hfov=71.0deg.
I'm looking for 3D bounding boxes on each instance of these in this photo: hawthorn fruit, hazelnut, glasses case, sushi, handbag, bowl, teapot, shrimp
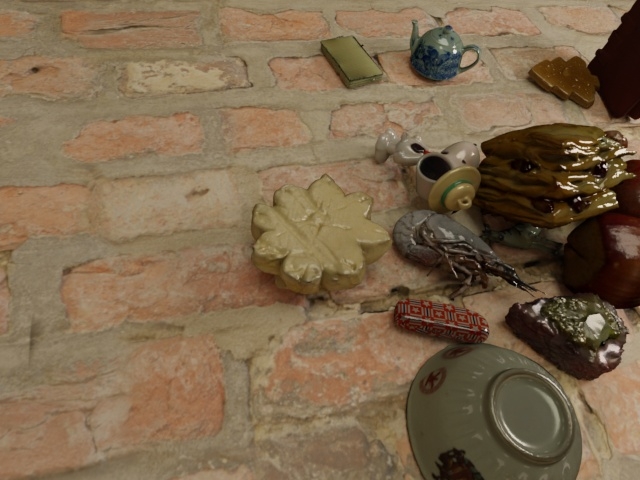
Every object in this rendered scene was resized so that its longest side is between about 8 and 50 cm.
[{"bbox_3d":[0.760,-0.110,1.096,0.208,0.208,0.248,7,56,-5],"label":"hawthorn fruit"},{"bbox_3d":[0.656,0.047,0.992,0.181,0.212,0.181,3,27,-22],"label":"hazelnut"},{"bbox_3d":[0.248,0.168,0.934,0.194,0.049,0.073,11,36,2],"label":"glasses case"},{"bbox_3d":[0.525,0.172,0.948,0.241,0.107,0.161,35,56,13],"label":"sushi"},{"bbox_3d":[0.951,-0.541,1.359,0.084,0.260,0.275,0,57,-7],"label":"handbag"},{"bbox_3d":[0.337,0.320,0.797,0.337,0.157,0.337,5,58,-7],"label":"bowl"},{"bbox_3d":[0.831,-0.277,1.283,0.086,0.086,0.086,4,58,-7],"label":"hazelnut"},{"bbox_3d":[0.367,-0.578,1.354,0.232,0.159,0.159,25,58,6],"label":"teapot"},{"bbox_3d":[0.315,0.044,0.985,0.343,0.116,0.145,30,59,18],"label":"shrimp"}]

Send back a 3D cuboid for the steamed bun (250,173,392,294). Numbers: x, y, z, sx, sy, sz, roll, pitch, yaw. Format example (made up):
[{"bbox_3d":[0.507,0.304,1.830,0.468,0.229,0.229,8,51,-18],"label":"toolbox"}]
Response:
[{"bbox_3d":[0.000,0.000,0.953,0.292,0.137,0.295,2,51,-3],"label":"steamed bun"}]

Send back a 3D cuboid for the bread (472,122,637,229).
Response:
[{"bbox_3d":[0.550,-0.180,1.047,0.370,0.191,0.314,-22,20,-19],"label":"bread"}]

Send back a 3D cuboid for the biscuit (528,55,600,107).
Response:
[{"bbox_3d":[0.782,-0.520,1.447,0.238,0.041,0.212,8,64,-4],"label":"biscuit"}]

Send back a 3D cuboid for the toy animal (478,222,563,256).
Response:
[{"bbox_3d":[0.500,-0.032,1.089,0.176,0.073,0.217,26,52,25],"label":"toy animal"}]

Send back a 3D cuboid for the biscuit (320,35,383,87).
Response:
[{"bbox_3d":[0.092,-0.541,1.351,0.121,0.040,0.199,-20,62,-17],"label":"biscuit"}]

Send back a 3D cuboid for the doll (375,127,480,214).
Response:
[{"bbox_3d":[0.249,-0.170,1.085,0.271,0.144,0.208,14,54,23],"label":"doll"}]
